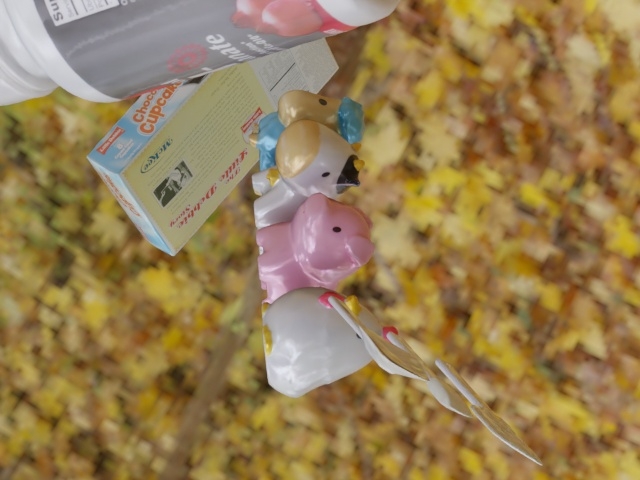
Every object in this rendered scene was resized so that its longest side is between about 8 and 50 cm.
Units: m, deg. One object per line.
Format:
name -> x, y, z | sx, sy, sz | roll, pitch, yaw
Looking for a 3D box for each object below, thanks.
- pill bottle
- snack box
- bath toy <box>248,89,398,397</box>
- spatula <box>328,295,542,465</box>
pill bottle -> -0.114, -0.197, 1.278 | 0.318, 0.176, 0.176 | -14, 132, 25
snack box -> -0.121, -0.155, 2.168 | 0.060, 0.322, 0.187 | 31, 163, 32
bath toy -> 0.000, 0.000, 1.783 | 0.129, 0.348, 0.151 | -4, 134, -1
spatula -> 0.085, 0.104, 1.522 | 0.168, 0.019, 0.242 | 30, -174, -17
